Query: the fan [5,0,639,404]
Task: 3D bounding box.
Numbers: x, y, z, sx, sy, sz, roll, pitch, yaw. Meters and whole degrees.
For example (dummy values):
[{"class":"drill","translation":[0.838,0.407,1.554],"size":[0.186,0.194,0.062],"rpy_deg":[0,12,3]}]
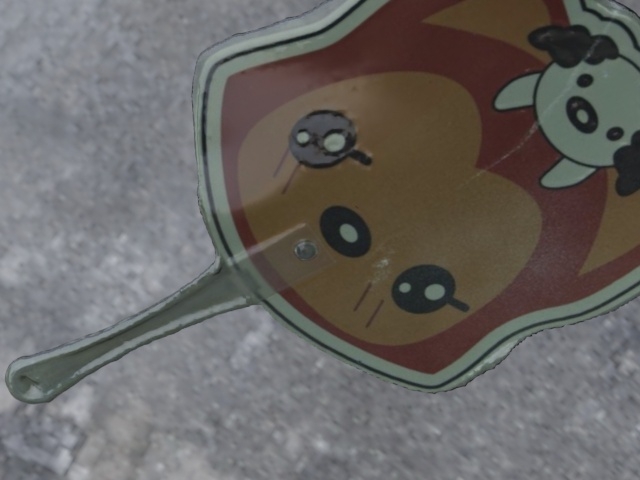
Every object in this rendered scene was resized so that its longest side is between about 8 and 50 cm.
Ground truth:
[{"class":"fan","translation":[0.000,0.000,0.475],"size":[0.220,0.132,0.009],"rpy_deg":[-26,27,16]}]
